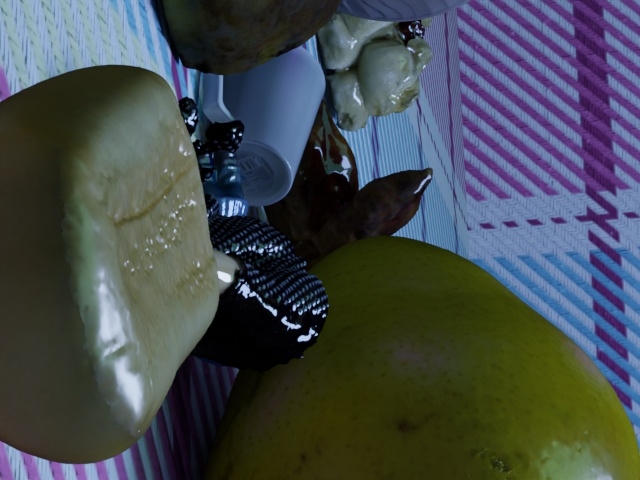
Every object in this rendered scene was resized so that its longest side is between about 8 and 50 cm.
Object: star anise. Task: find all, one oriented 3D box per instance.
[{"bbox_3d":[0.005,-0.004,1.380,0.196,0.111,0.212,-64,-149,32],"label":"star anise"}]

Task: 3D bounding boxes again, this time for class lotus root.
[{"bbox_3d":[-0.047,-0.236,1.187,0.119,0.138,0.235,88,-4,-72],"label":"lotus root"}]

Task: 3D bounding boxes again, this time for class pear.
[{"bbox_3d":[0.065,0.152,1.174,0.336,0.285,0.285,-75,159,-47],"label":"pear"}]

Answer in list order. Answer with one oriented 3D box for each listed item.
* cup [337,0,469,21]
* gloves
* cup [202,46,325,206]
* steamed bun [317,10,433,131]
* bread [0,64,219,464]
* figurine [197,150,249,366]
[{"bbox_3d":[0.061,-0.279,1.383,0.208,0.288,0.273,-58,165,1],"label":"cup"},{"bbox_3d":[-0.083,-0.002,0.994,0.181,0.106,0.129,37,41,-39],"label":"gloves"},{"bbox_3d":[-0.049,-0.094,1.280,0.104,0.074,0.116,51,33,-30],"label":"cup"},{"bbox_3d":[0.059,-0.215,1.816,0.177,0.106,0.192,-71,153,-70],"label":"steamed bun"},{"bbox_3d":[-0.109,0.005,0.766,0.217,0.098,0.147,-57,141,-78],"label":"bread"},{"bbox_3d":[-0.057,0.010,1.130,0.077,0.079,0.136,0,89,-49],"label":"figurine"}]
